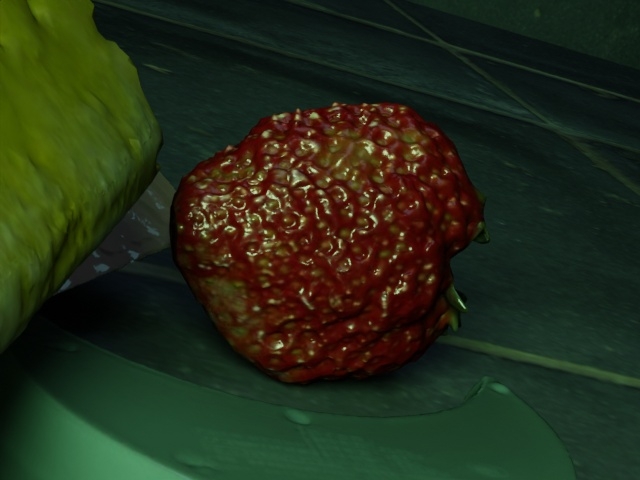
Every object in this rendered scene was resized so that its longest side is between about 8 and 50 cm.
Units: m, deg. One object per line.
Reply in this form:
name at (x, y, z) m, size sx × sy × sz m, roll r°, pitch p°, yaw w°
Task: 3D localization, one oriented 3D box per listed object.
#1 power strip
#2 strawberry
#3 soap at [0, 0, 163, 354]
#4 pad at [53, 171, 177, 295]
power strip at (0.003, 0.087, 0.588) m, size 0.253 × 0.054 × 0.167 m, roll 12°, pitch 18°, yaw -20°
strawberry at (-0.001, 0.002, 0.756) m, size 0.148 × 0.131 × 0.131 m, roll -4°, pitch 21°, yaw -16°
soap at (-0.205, -0.060, 0.436) m, size 0.293 × 0.156 × 0.335 m, roll 56°, pitch 17°, yaw -9°
pad at (-0.143, -0.019, 0.713) m, size 0.113 × 0.006 × 0.187 m, roll 48°, pitch 40°, yaw 17°
